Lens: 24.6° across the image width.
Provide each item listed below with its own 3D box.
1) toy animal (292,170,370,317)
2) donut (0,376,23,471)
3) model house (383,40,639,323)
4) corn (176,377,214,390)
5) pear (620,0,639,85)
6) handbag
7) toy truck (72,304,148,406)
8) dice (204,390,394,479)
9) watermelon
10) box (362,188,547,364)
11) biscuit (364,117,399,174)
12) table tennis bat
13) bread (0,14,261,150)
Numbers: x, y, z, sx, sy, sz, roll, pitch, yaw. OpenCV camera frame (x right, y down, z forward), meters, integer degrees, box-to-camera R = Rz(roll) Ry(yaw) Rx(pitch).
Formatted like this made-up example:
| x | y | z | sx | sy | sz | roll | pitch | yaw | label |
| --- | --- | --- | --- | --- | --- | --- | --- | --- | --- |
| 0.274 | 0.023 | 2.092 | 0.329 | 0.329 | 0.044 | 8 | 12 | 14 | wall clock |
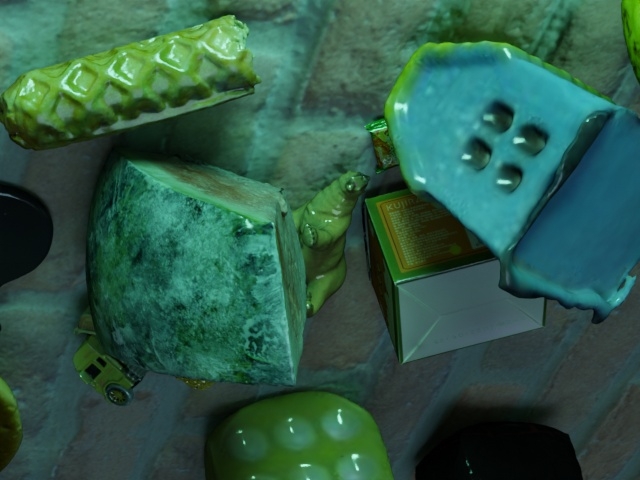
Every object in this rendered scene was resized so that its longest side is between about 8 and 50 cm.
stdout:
| x | y | z | sx | sy | sz | roll | pitch | yaw | label |
| --- | --- | --- | --- | --- | --- | --- | --- | --- | --- |
| 0.000 | 0.000 | 1.759 | 0.101 | 0.103 | 0.219 | -22 | 141 | -23 | toy animal |
| -0.517 | 0.198 | 1.728 | 0.330 | 0.160 | 0.330 | -16 | 142 | -13 | donut |
| 0.220 | -0.094 | 1.579 | 0.237 | 0.303 | 0.215 | 19 | 110 | -46 | model house |
| -0.123 | 0.091 | 1.808 | 0.081 | 0.081 | 0.248 | 5 | 135 | -26 | corn |
| 0.508 | -0.225 | 1.480 | 0.391 | 0.391 | 0.391 | -11 | 139 | -9 | pear |
| 0.263 | 0.355 | 2.195 | 0.215 | 0.155 | 0.169 | 4 | 148 | -27 | handbag |
| -0.228 | 0.109 | 1.763 | 0.116 | 0.085 | 0.191 | 41 | 131 | -10 | toy truck |
| -0.027 | 0.362 | 2.035 | 0.238 | 0.227 | 0.233 | -10 | 139 | -12 | dice |
| -0.109 | 0.025 | 1.599 | 0.258 | 0.387 | 0.228 | -4 | 104 | -41 | watermelon |
| 0.165 | 0.026 | 1.793 | 0.194 | 0.148 | 0.177 | -15 | 143 | -5 | box |
| 0.080 | -0.111 | 1.708 | 0.046 | 0.016 | 0.089 | -18 | 140 | -1 | biscuit |
| -0.382 | 0.024 | 1.678 | 0.150 | 0.027 | 0.236 | -3 | 136 | -15 | table tennis bat |
| -0.196 | -0.157 | 1.498 | 0.269 | 0.098 | 0.087 | -16 | 101 | -4 | bread |
